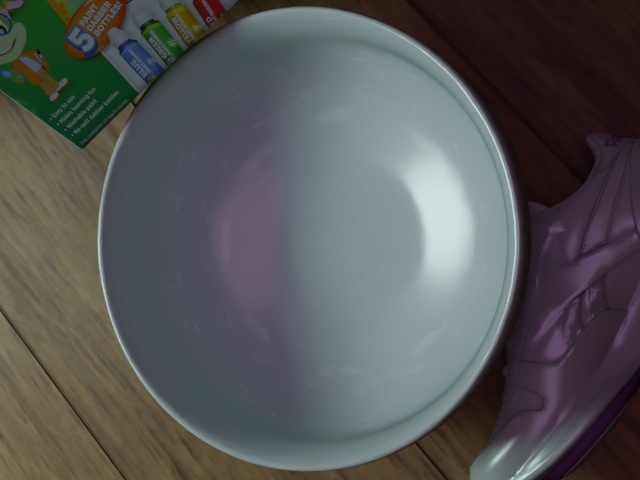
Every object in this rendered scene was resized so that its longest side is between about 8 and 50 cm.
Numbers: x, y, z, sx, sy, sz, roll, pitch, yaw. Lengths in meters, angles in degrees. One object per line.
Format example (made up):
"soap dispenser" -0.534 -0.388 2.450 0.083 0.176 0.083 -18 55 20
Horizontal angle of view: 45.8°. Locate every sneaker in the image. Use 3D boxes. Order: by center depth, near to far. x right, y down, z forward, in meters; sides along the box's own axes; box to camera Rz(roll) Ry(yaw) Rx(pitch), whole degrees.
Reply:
"sneaker" 0.188 0.059 0.587 0.152 0.114 0.305 33 93 25

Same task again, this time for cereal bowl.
"cereal bowl" 0.000 0.000 0.598 0.339 0.141 0.338 -1 87 25

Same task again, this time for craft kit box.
"craft kit box" -0.182 -0.220 0.515 0.250 0.061 0.247 -38 121 21
